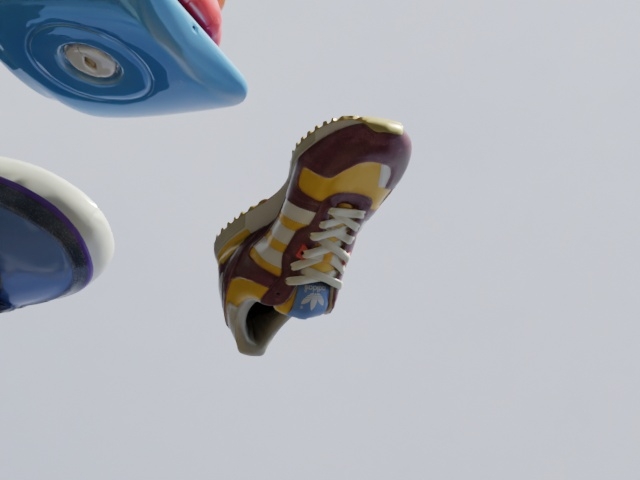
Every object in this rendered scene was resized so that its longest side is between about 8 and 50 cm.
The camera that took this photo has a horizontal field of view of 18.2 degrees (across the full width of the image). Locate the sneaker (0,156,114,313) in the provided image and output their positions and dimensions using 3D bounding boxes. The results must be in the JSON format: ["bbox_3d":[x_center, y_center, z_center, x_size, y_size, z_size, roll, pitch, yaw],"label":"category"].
[{"bbox_3d":[-0.334,0.048,1.441,0.323,0.130,0.236,6,-140,24],"label":"sneaker"}]

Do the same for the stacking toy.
[{"bbox_3d":[-0.115,-0.246,1.418,0.166,0.175,0.301,-1,-122,35],"label":"stacking toy"}]

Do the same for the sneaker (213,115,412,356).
[{"bbox_3d":[0.000,0.000,1.187,0.185,0.070,0.083,-47,-137,46],"label":"sneaker"}]
